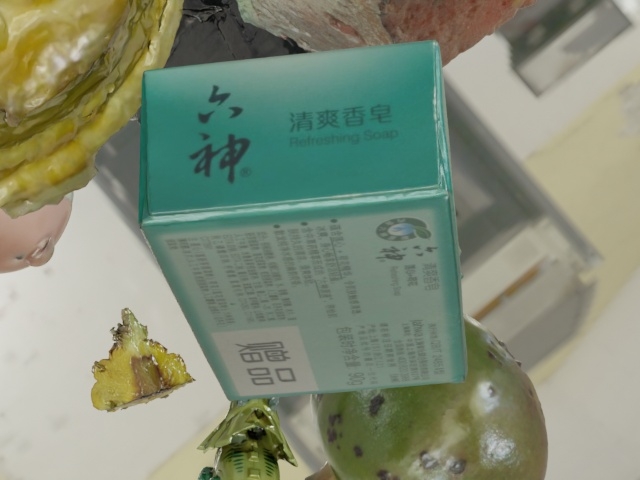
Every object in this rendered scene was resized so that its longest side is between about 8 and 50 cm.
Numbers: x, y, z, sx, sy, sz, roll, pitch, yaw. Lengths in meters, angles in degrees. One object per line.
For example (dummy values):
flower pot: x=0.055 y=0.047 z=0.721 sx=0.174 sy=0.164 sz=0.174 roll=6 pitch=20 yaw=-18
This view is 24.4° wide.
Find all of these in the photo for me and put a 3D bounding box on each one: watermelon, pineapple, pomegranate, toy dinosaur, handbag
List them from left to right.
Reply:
pineapple: x=-0.198 y=0.129 z=1.583 sx=0.114 sy=0.114 sz=0.077 roll=-18 pitch=-171 yaw=-11
toy dinosaur: x=-0.066 y=0.234 z=1.317 sx=0.259 sy=0.094 sz=0.153 roll=-98 pitch=-162 yaw=-61
handbag: x=-0.059 y=-0.151 z=1.403 sx=0.181 sy=0.181 sz=0.254 roll=-5 pitch=145 yaw=-42
pomegranate: x=0.085 y=0.210 z=1.654 sx=0.323 sy=0.291 sz=0.291 roll=-17 pitch=-173 yaw=6
watermelon: x=0.076 y=-0.224 z=1.147 sx=0.260 sy=0.176 sz=0.256 roll=-37 pitch=-166 yaw=-3

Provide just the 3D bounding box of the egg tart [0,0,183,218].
egg tart: x=-0.202 y=-0.159 z=0.767 sx=0.341 sy=0.341 sz=0.132 roll=-42 pitch=-146 yaw=-17

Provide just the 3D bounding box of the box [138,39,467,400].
box: x=0.000 y=0.000 z=0.808 sx=0.153 sy=0.092 sz=0.245 roll=-4 pitch=152 yaw=5

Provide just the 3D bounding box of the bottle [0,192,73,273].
bottle: x=-0.242 y=-0.088 z=1.093 sx=0.147 sy=0.236 sz=0.147 roll=-4 pitch=170 yaw=-1
